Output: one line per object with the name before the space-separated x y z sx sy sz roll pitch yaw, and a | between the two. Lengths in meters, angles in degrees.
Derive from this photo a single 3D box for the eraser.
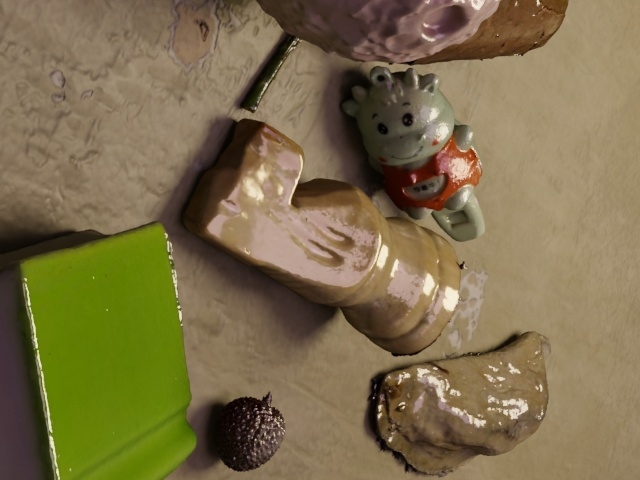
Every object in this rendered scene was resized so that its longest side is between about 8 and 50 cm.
eraser | -0.183 0.101 1.099 0.274 0.092 0.210 -18 101 -75

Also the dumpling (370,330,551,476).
dumpling | 0.182 0.208 1.725 0.332 0.086 0.166 -9 106 -46

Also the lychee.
lychee | -0.068 0.182 1.415 0.067 0.068 0.083 20 89 -11

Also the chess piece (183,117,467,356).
chess piece | 0.000 0.000 1.409 0.301 0.137 0.137 29 79 -41

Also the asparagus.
asparagus | -0.038 -0.164 1.368 0.015 0.014 0.114 43 68 -26

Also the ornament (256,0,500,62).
ornament | 0.055 -0.275 1.249 0.225 0.259 0.259 2 101 -36

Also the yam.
yam | 0.149 -0.241 1.482 0.238 0.129 0.128 -13 127 -48

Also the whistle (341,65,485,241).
whistle | 0.105 -0.085 1.506 0.106 0.101 0.253 -57 137 -24
